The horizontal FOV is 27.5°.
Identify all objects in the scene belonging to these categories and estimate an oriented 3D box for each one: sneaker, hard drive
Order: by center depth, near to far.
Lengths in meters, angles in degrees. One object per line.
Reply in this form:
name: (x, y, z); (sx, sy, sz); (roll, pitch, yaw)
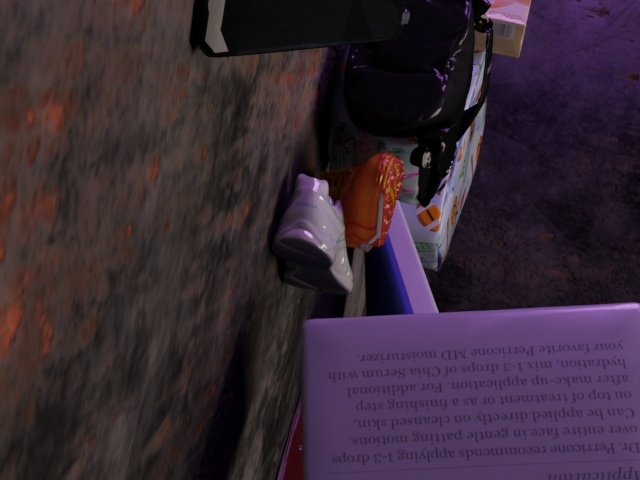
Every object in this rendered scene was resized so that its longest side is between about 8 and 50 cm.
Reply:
sneaker: (0.000, 0.000, 0.956); (0.152, 0.053, 0.061); (80, 20, -71)
sneaker: (0.022, -0.027, 0.993); (0.175, 0.067, 0.064); (125, -16, -74)
hard drive: (0.086, 0.099, 1.392); (0.319, 0.040, 0.210); (-102, -172, -62)

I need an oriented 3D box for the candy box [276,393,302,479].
candy box: (0.014, 0.274, 1.371); (0.316, 0.087, 0.183); (91, 13, -52)

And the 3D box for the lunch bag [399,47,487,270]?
lunch bag: (0.144, -0.119, 1.714); (0.243, 0.115, 0.303); (59, 44, -77)

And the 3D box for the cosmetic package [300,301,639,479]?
cosmetic package: (0.108, 0.272, 0.778); (0.161, 0.230, 0.453); (84, 5, -55)

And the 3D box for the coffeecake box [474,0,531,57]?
coffeecake box: (0.199, -0.334, 1.650); (0.068, 0.142, 0.185); (91, 12, -59)

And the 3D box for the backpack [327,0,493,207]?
backpack: (0.066, -0.109, 1.057); (0.182, 0.115, 0.152); (89, 26, -65)

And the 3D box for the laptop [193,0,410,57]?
laptop: (-0.008, -0.229, 0.663); (0.264, 0.136, 0.234); (-125, -138, -63)
